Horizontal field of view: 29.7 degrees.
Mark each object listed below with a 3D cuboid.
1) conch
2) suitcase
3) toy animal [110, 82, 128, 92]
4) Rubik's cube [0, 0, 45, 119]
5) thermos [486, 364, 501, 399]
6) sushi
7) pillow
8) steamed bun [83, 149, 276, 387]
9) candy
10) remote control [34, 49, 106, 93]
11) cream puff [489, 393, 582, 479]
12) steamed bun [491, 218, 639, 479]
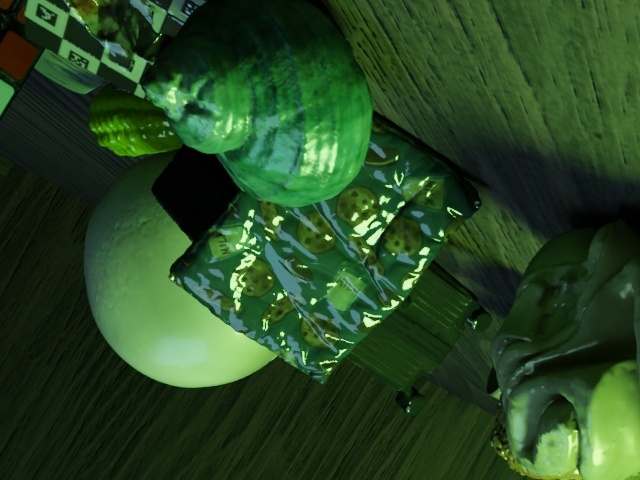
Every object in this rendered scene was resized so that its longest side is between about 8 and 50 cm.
[{"bbox_3d":[-0.046,-0.106,0.900,0.196,0.134,0.202,13,165,41],"label":"conch"},{"bbox_3d":[-0.002,0.018,1.310,0.335,0.152,0.229,36,-176,-40],"label":"suitcase"},{"bbox_3d":[-0.143,-0.163,1.154,0.136,0.065,0.047,13,167,22],"label":"toy animal"},{"bbox_3d":[-0.392,-0.230,1.279,0.163,0.160,0.162,36,170,-39],"label":"Rubik's cube"},{"bbox_3d":[0.324,0.186,1.553,0.193,0.105,0.137,27,-153,-3],"label":"thermos"},{"bbox_3d":[-0.157,-0.197,1.052,0.210,0.040,0.192,26,150,2],"label":"sushi"},{"bbox_3d":[0.002,0.000,1.092,0.189,0.255,0.034,35,-156,-12],"label":"pillow"},{"bbox_3d":[-0.175,0.038,1.595,0.324,0.324,0.206,26,-162,28],"label":"steamed bun"},{"bbox_3d":[-0.190,-0.142,1.374,0.097,0.096,0.209,35,166,-31],"label":"candy"},{"bbox_3d":[-0.291,-0.218,1.438,0.090,0.038,0.309,32,171,-19],"label":"remote control"},{"bbox_3d":[0.264,0.156,1.347,0.183,0.183,0.169,15,127,61],"label":"cream puff"},{"bbox_3d":[0.271,0.122,0.952,0.289,0.203,0.276,22,169,39],"label":"steamed bun"}]
